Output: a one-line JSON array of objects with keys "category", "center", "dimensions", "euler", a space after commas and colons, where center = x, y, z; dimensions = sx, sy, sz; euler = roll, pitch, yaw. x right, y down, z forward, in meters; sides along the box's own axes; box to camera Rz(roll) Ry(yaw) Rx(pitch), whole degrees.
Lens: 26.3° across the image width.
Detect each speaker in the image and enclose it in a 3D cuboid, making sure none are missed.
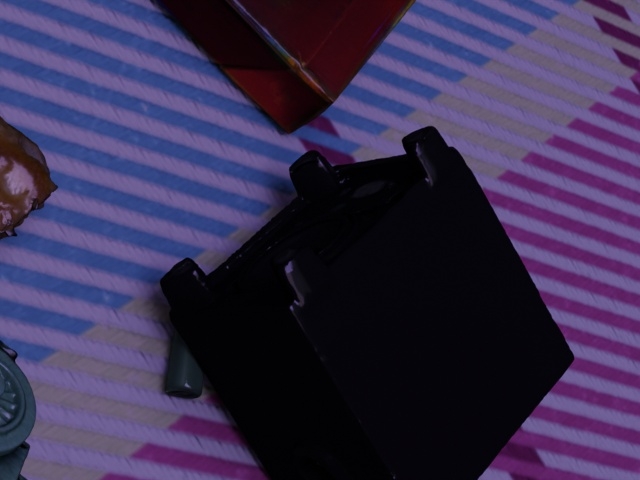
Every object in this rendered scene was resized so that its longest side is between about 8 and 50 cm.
[{"category": "speaker", "center": [0.037, 0.073, 1.129], "dimensions": [0.232, 0.184, 0.254], "euler": [-43, 111, -33]}]

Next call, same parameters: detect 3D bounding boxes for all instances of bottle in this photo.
[{"category": "bottle", "center": [-0.109, 0.088, 1.140], "dimensions": [0.030, 0.030, 0.083], "euler": [17, 66, -27]}]

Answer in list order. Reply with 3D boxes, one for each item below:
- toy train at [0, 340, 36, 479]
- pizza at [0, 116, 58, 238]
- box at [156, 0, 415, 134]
[{"category": "toy train", "center": [-0.325, 0.103, 0.798], "dimensions": [0.369, 0.150, 0.237], "euler": [39, 29, -17]}, {"category": "pizza", "center": [-0.351, -0.022, 0.985], "dimensions": [0.335, 0.086, 0.226], "euler": [4, 74, -31]}, {"category": "box", "center": [-0.069, -0.278, 1.243], "dimensions": [0.313, 0.089, 0.197], "euler": [45, 55, -13]}]
